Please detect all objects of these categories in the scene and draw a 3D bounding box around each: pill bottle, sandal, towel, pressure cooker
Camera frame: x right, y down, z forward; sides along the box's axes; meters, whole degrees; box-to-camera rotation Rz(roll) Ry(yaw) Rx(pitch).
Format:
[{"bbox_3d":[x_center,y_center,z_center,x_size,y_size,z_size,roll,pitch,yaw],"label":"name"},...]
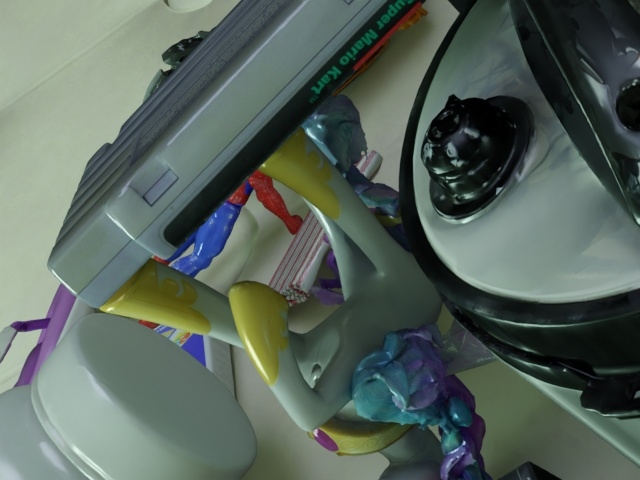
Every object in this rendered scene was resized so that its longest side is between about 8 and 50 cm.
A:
[{"bbox_3d":[-0.244,0.266,1.295,0.392,0.224,0.224,-50,36,14],"label":"pill bottle"},{"bbox_3d":[-0.346,0.188,1.569,0.416,0.102,0.169,-65,16,-15],"label":"sandal"},{"bbox_3d":[0.000,0.000,1.387,0.144,0.029,0.197,-62,7,-15],"label":"towel"},{"bbox_3d":[0.254,-0.036,0.895,0.370,0.420,0.376,5,64,52],"label":"pressure cooker"}]

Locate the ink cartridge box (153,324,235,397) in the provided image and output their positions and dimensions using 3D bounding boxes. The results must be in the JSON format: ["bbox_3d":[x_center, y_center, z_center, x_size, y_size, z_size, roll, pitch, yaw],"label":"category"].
[{"bbox_3d":[-0.170,0.186,1.469,0.206,0.045,0.208,-33,40,24],"label":"ink cartridge box"}]

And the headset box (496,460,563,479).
[{"bbox_3d":[0.094,0.329,0.979,0.283,0.131,0.246,-37,47,19],"label":"headset box"}]

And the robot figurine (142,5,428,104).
[{"bbox_3d":[-0.041,-0.182,1.528,0.291,0.211,0.085,-42,61,10],"label":"robot figurine"}]

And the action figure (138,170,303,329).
[{"bbox_3d":[-0.070,-0.023,1.519,0.280,0.139,0.091,-59,34,29],"label":"action figure"}]

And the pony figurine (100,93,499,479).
[{"bbox_3d":[0.052,0.056,1.149,0.302,0.363,0.351,-16,34,45],"label":"pony figurine"}]

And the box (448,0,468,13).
[{"bbox_3d":[0.172,-0.291,1.366,0.103,0.184,0.261,-28,34,28],"label":"box"}]

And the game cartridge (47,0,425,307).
[{"bbox_3d":[-0.032,-0.121,0.992,0.355,0.068,0.230,-44,20,14],"label":"game cartridge"}]
